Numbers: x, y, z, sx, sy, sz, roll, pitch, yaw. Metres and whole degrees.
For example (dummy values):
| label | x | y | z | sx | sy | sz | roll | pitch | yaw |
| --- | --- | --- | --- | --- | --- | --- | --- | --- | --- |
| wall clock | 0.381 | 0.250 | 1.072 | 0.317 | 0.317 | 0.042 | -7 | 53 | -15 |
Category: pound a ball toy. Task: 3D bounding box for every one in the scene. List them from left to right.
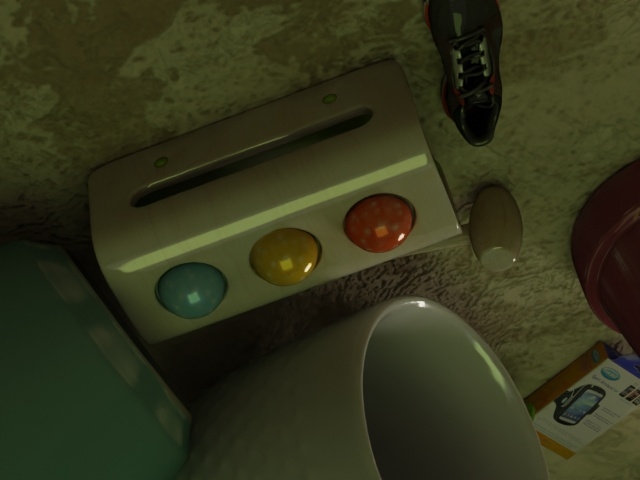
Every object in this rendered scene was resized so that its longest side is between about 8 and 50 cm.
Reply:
| label | x | y | z | sx | sy | sz | roll | pitch | yaw |
| --- | --- | --- | --- | --- | --- | --- | --- | --- | --- |
| pound a ball toy | 0.000 | 0.000 | 1.475 | 0.319 | 0.136 | 0.208 | -19 | 133 | 6 |

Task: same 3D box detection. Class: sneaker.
| label | x | y | z | sx | sy | sz | roll | pitch | yaw |
| --- | --- | --- | --- | --- | --- | --- | --- | --- | --- |
| sneaker | 0.121 | -0.139 | 1.419 | 0.061 | 0.065 | 0.158 | -15 | 134 | 2 |

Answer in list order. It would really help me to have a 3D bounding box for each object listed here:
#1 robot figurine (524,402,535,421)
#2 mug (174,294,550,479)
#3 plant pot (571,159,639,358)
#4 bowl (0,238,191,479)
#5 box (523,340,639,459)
| label | x | y | z | sx | sy | sz | roll | pitch | yaw |
| --- | --- | --- | --- | --- | --- | --- | --- | --- | --- |
| robot figurine | 0.150 | 0.163 | 1.706 | 0.101 | 0.067 | 0.115 | -10 | 135 | 11 |
| mug | 0.019 | 0.265 | 1.590 | 0.328 | 0.276 | 0.374 | -26 | 116 | 31 |
| plant pot | 0.335 | 0.047 | 1.562 | 0.201 | 0.180 | 0.201 | -7 | 134 | -7 |
| bowl | -0.220 | 0.120 | 1.461 | 0.163 | 0.311 | 0.311 | -38 | 132 | -5 |
| box | 0.259 | 0.150 | 1.748 | 0.081 | 0.028 | 0.136 | 32 | 117 | -34 |
